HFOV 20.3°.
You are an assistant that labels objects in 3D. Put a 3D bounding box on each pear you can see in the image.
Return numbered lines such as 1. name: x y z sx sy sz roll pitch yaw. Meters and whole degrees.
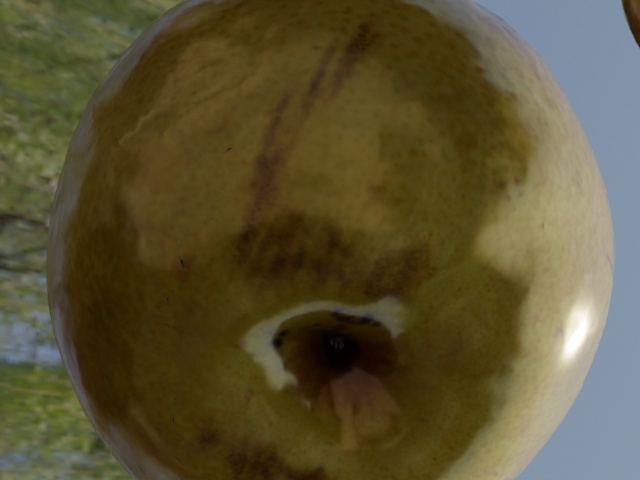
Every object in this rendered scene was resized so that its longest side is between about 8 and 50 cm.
1. pear: 0.000 0.000 0.643 0.208 0.209 0.209 -5 -100 28

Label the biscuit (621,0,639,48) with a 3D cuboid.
1. biscuit: 0.212 -0.137 0.513 0.202 0.044 0.289 40 -92 23
